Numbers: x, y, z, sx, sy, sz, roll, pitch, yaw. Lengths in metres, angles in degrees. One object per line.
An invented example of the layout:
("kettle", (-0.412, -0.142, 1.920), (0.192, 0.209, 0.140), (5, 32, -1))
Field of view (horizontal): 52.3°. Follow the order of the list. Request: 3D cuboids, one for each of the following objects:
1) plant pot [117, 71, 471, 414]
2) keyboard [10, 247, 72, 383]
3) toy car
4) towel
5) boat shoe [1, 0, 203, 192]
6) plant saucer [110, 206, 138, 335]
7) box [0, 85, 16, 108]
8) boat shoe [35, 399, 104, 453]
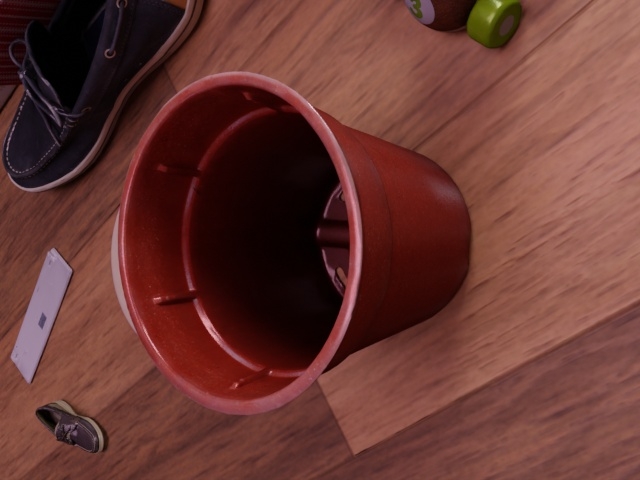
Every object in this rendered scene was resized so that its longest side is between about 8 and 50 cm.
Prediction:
("plant pot", (0.000, 0.000, 0.623), (0.272, 0.265, 0.272), (1, 92, 38))
("keyboard", (-0.500, 0.138, 1.164), (0.072, 0.014, 0.256), (38, 113, 25))
("toy car", (0.102, -0.279, 0.587), (0.155, 0.188, 0.149), (42, 114, 29))
("towel", (-0.442, -0.325, 0.994), (0.275, 0.199, 0.031), (-33, 87, 32))
("boat shoe", (-0.373, -0.248, 0.972), (0.500, 0.156, 0.187), (-37, 71, 33))
("plant saucer", (-0.171, 0.023, 0.867), (0.332, 0.084, 0.332), (1, 92, 36))
("box", (-0.610, -0.389, 1.107), (0.345, 0.215, 0.168), (-38, 69, 31))
("boat shoe", (-0.417, 0.314, 1.079), (0.152, 0.049, 0.056), (15, 100, 36))
